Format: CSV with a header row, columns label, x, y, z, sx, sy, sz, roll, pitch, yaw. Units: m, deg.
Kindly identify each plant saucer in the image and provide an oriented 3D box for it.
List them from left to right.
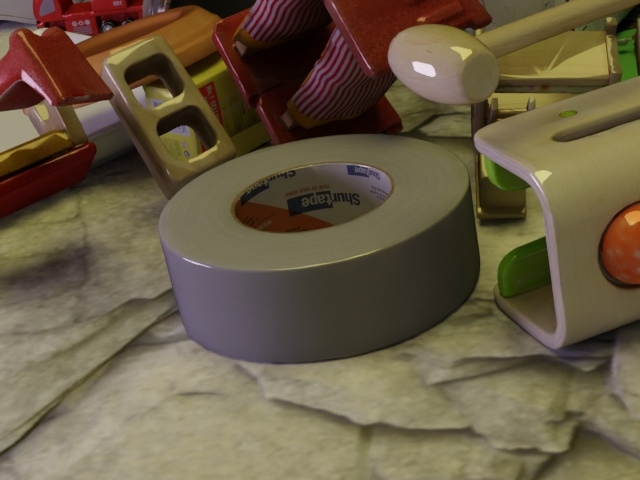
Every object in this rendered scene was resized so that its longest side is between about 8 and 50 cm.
label,x,y,z,sx,sy,sz,roll,pitch,yaw
plant saucer,-0.175,-0.164,1.361,0.200,0.037,0.200,-18,16,6

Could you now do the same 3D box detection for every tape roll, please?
label,x,y,z,sx,sy,sz,roll,pitch,yaw
tape roll,0.000,0.000,1.076,0.219,0.072,0.219,-9,25,4

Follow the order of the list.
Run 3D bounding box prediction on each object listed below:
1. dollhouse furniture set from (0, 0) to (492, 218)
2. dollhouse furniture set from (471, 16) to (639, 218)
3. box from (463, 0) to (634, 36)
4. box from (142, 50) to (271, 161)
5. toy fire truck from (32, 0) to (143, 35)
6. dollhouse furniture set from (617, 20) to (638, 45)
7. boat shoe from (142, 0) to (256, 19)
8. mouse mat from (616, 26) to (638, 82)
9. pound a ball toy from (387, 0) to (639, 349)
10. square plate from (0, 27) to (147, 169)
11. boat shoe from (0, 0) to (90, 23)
label,x,y,z,sx,sy,sz,roll,pitch,yaw
dollhouse furniture set,-0.086,-0.113,1.160,0.374,0.152,0.201,-28,-10,-25
dollhouse furniture set,0.209,-0.078,1.181,0.182,0.101,0.161,0,56,3
box,0.200,-0.312,1.416,0.127,0.262,0.231,-1,26,31
box,-0.053,-0.142,1.376,0.058,0.087,0.232,13,33,40
toy fire truck,-0.236,-0.296,1.707,0.192,0.135,0.047,-4,26,13
dollhouse furniture set,0.320,-0.197,1.422,0.081,0.091,0.114,-48,-5,12
boat shoe,-0.022,-0.280,1.601,0.355,0.132,0.130,-29,31,-31
mouse mat,0.277,-0.162,1.383,0.189,0.007,0.152,-15,26,-7
pound a ball toy,0.220,-0.063,0.965,0.319,0.208,0.136,-18,26,-17
square plate,-0.306,-0.107,1.443,0.344,0.049,0.347,-29,31,-33
boat shoe,-0.379,-0.301,1.830,0.254,0.095,0.079,-12,35,18
